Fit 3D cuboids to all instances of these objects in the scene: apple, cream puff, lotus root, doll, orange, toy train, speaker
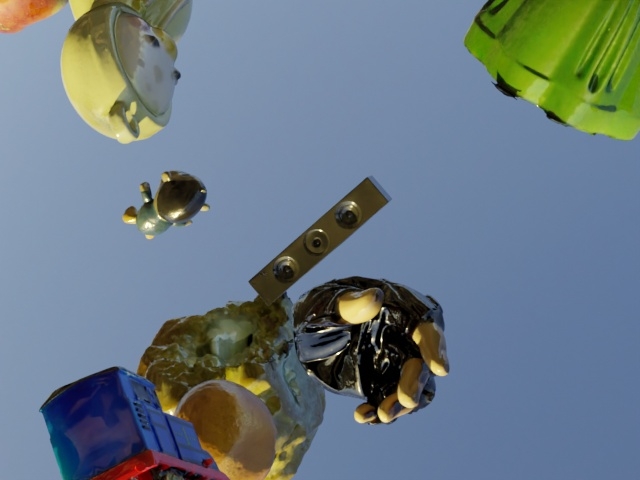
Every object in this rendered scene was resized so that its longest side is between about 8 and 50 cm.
[{"bbox_3d":[-0.422,-0.363,1.423,0.163,0.139,0.163,-25,-160,10],"label":"apple"},{"bbox_3d":[-0.140,0.246,1.607,0.269,0.274,0.323,-16,-159,19],"label":"cream puff"},{"bbox_3d":[0.236,-0.200,0.875,0.186,0.186,0.186,-29,-141,27],"label":"lotus root"},{"bbox_3d":[-0.227,-0.055,1.556,0.179,0.102,0.089,-17,-137,46],"label":"doll"},{"bbox_3d":[-0.125,0.259,1.332,0.159,0.136,0.159,-173,-90,-82],"label":"orange"},{"bbox_3d":[-0.150,0.193,0.899,0.082,0.204,0.131,-28,-113,3],"label":"toy train"},{"bbox_3d":[0.000,0.000,1.229,0.191,0.040,0.046,-42,178,12],"label":"speaker"},{"bbox_3d":[-0.155,-0.184,0.849,0.117,0.141,0.296,-21,-132,4],"label":"doll"}]

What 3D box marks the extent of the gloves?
[{"bbox_3d":[0.055,0.100,0.929,0.203,0.164,0.124,6,-135,51],"label":"gloves"}]
